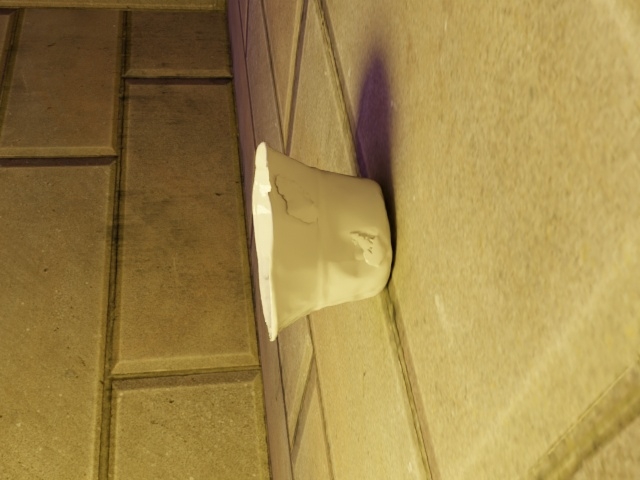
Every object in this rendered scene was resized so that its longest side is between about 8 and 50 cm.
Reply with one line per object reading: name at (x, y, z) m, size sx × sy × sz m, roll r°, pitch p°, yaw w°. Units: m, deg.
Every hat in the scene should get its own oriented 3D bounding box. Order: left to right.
hat at (0.000, 0.000, 0.720) m, size 0.203 × 0.126 × 0.203 m, roll 178°, pitch 90°, yaw -79°
